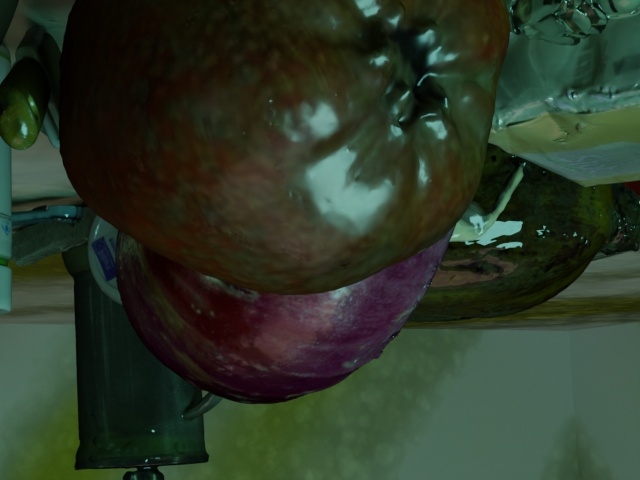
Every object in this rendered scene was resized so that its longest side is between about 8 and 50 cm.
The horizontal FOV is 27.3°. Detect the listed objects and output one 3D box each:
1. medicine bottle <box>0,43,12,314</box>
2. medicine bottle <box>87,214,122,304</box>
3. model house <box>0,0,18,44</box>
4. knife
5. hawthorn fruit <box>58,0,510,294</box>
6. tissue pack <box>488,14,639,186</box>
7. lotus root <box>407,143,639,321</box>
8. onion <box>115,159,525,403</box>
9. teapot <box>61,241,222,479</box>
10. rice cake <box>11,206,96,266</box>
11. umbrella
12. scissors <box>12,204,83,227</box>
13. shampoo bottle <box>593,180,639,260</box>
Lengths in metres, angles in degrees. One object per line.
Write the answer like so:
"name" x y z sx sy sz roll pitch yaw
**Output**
"medicine bottle" -0.250 -0.042 0.886 0.086 0.183 0.086 -3 171 0
"medicine bottle" -0.143 0.014 1.467 0.135 0.135 0.215 -7 170 32
"model house" -0.217 -0.067 0.516 0.204 0.243 0.211 0 172 -16
"knife" -0.162 -0.082 0.753 0.027 0.061 0.343 -20 -163 -4
"hawthorn fruit" -0.040 -0.083 0.670 0.210 0.210 0.262 6 -174 -44
"tissue pack" 0.217 -0.101 0.923 0.186 0.090 0.222 -8 170 30
"lotus root" 0.075 -0.020 1.130 0.397 0.179 0.196 -1 174 -2
"onion" -0.029 0.000 0.902 0.272 0.230 0.256 24 -172 6
"teapot" -0.227 0.169 1.816 0.270 0.337 0.200 -9 170 31
"rice cake" -0.321 -0.005 1.597 0.042 0.045 0.245 0 171 -33
"umbrella" 0.117 -0.138 0.758 0.143 0.062 0.067 0 143 33
"scissors" -0.442 -0.018 1.523 0.393 0.032 0.180 -5 171 26
"shampoo bottle" 0.278 -0.032 1.365 0.104 0.104 0.278 1 172 -18
